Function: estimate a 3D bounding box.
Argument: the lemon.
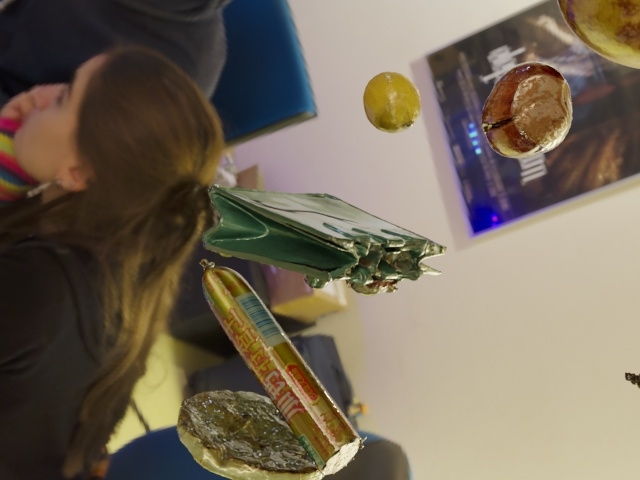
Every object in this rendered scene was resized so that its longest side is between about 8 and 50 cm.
[{"bbox_3d":[0.100,-0.197,1.337,0.082,0.082,0.110,51,11,-36],"label":"lemon"}]

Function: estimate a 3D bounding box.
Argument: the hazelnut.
[{"bbox_3d":[0.322,-0.204,1.481,0.143,0.143,0.154,8,94,-65],"label":"hazelnut"}]

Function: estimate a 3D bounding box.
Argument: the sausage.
[{"bbox_3d":[-0.071,0.158,1.332,0.371,0.082,0.082,51,15,24],"label":"sausage"}]

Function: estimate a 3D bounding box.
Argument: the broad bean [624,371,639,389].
[{"bbox_3d":[0.492,0.272,1.333,0.046,0.061,0.195,62,12,-66],"label":"broad bean"}]

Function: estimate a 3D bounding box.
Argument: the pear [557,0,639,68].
[{"bbox_3d":[0.528,-0.412,1.541,0.280,0.281,0.280,48,30,-40],"label":"pear"}]

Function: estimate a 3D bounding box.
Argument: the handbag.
[{"bbox_3d":[-0.003,0.004,1.329,0.269,0.274,0.100,1,107,-52],"label":"handbag"}]

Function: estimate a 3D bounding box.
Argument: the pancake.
[{"bbox_3d":[-0.098,0.292,1.400,0.253,0.254,0.037,-27,138,-68],"label":"pancake"}]
